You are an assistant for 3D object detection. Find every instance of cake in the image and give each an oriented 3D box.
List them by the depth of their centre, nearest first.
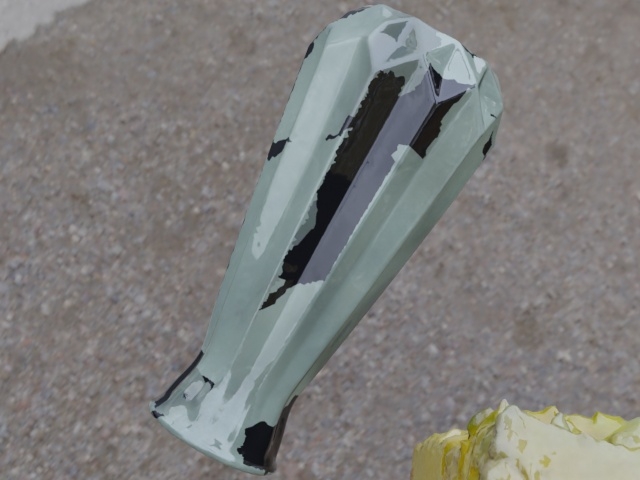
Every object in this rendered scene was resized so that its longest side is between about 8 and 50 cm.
[{"bbox_3d":[0.175,0.248,0.888,0.223,0.286,0.227,11,69,-7],"label":"cake"}]

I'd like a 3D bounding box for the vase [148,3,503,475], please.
[{"bbox_3d":[0.000,0.000,0.964,0.165,0.360,0.165,29,2,-1],"label":"vase"}]
